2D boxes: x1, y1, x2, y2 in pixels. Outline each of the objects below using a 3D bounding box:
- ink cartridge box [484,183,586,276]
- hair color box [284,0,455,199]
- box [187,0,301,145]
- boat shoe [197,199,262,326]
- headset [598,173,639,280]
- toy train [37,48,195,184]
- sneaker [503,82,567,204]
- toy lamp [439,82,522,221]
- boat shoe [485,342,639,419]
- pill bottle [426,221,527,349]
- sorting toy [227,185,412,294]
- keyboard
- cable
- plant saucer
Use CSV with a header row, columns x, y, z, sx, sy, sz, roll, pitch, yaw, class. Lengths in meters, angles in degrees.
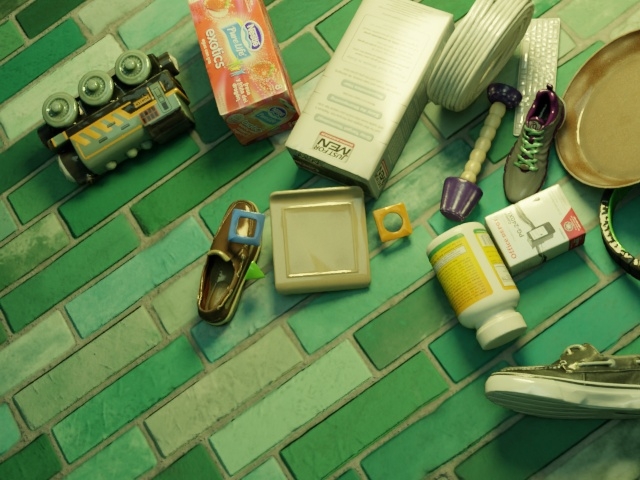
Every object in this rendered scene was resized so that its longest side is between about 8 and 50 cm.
x,y,z,sx,sy,sz,roll,pitch,yaw,class
0.388,-0.018,1.581,0.151,0.063,0.109,-25,69,3,ink cartridge box
0.104,-0.291,1.708,0.185,0.113,0.374,24,78,18,hair color box
-0.153,-0.368,1.771,0.142,0.154,0.299,-20,68,5,box
-0.176,0.034,1.672,0.095,0.095,0.257,7,74,15,boat shoe
0.654,-0.011,1.455,0.243,0.185,0.394,-47,58,-5,headset
-0.424,-0.257,1.808,0.334,0.142,0.190,-30,78,2,toy train
0.385,-0.178,1.605,0.083,0.098,0.223,17,84,27,sneaker
0.298,-0.166,1.643,0.080,0.080,0.274,19,76,18,toy lamp
0.447,0.235,1.470,0.336,0.121,0.119,4,65,2,boat shoe
0.281,0.083,1.543,0.118,0.117,0.208,-26,69,3,pill bottle
0.000,0.000,1.652,0.348,0.047,0.195,-4,87,-2,sorting toy
0.424,-0.321,1.700,0.072,0.014,0.255,4,73,14,keyboard
0.295,-0.353,1.611,0.089,0.257,0.257,36,78,9,cable
0.561,-0.232,1.549,0.311,0.050,0.310,-27,53,41,plant saucer
